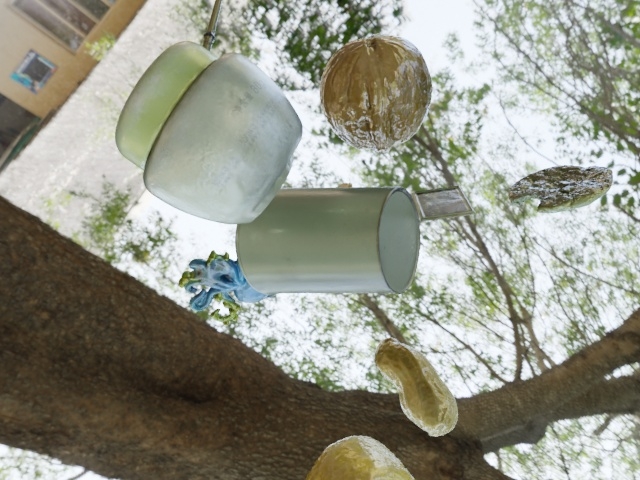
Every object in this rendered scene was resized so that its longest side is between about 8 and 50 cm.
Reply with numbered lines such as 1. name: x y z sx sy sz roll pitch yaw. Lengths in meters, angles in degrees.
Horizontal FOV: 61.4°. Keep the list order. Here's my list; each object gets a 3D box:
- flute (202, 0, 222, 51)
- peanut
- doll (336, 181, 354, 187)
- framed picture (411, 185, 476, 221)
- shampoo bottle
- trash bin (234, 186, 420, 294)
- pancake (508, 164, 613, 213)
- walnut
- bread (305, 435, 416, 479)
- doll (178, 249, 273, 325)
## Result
1. flute: -0.231 -0.470 1.161 0.027 0.027 0.233 -14 -121 42
2. peanut: 0.263 0.402 1.509 0.147 0.147 0.306 -41 -118 18
3. doll: 0.106 -0.015 1.604 0.177 0.314 0.141 -35 -154 -24
4. framed picture: 0.324 -0.103 1.442 0.141 0.011 0.183 -8 -152 5
5. shampoo bottle: -0.205 -0.202 1.058 0.323 0.317 0.322 -56 -173 11
6. trash bin: 0.000 0.000 1.317 0.431 0.280 0.281 0 -120 32
7. pancake: 0.617 -0.135 1.379 0.253 0.037 0.254 -17 -157 8
8. walnut: 0.151 -0.395 1.479 0.332 0.332 0.333 -29 -137 31
9. bread: 0.065 0.431 0.888 0.197 0.197 0.170 -59 -154 -7
10. doll: -0.288 0.131 1.799 0.346 0.341 0.099 -44 -144 21
